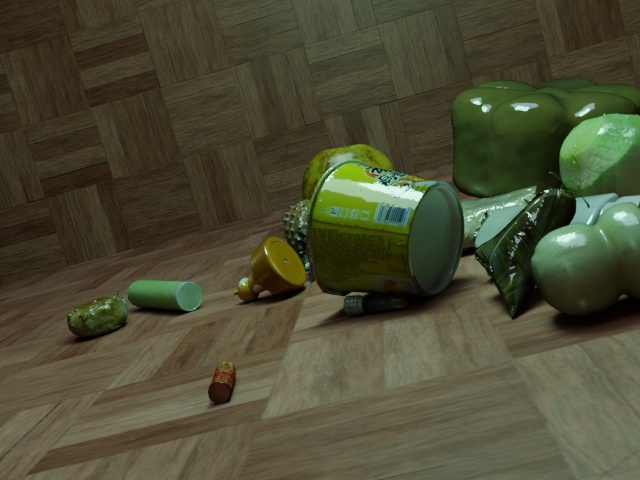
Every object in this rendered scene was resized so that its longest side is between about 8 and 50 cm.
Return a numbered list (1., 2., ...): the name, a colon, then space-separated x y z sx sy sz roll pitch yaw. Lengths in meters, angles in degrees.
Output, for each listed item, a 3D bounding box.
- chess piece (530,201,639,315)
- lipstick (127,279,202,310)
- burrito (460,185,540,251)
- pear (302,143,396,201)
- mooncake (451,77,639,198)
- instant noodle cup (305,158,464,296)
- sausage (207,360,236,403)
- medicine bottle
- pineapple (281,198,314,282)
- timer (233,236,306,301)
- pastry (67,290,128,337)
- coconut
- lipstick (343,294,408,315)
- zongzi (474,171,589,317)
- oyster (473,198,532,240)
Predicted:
1. chess piece: 0.450 0.007 1.102 0.330 0.182 0.182 -20 7 10
2. lipstick: -0.391 0.136 2.046 0.076 0.076 0.304 -21 11 -34
3. burrito: 0.327 -0.034 1.746 0.299 0.105 0.143 -12 13 15
4. pear: 0.088 -0.135 2.292 0.281 0.280 0.281 -15 8 2
5. mooncake: 0.539 -0.237 1.934 0.467 0.262 0.467 -1 16 0
6. instant noodle cup: 0.127 -0.015 1.485 0.200 0.264 0.264 7 20 36
7. sausage: -0.146 0.209 1.244 0.034 0.034 0.129 -15 9 2
8. medicine bottle: 0.417 -0.009 1.380 0.296 0.111 0.161 -9 26 48
9. pineapple: 0.003 0.000 2.034 0.166 0.165 0.364 -17 17 -8
10. timer: -0.129 0.085 1.833 0.152 0.132 0.132 -36 -1 24
11. pastry: -0.535 0.183 1.979 0.153 0.081 0.153 -19 17 6
12. coconut: 0.586 -0.134 1.587 0.236 0.236 0.204 -12 32 22
13. lipstick: 0.098 0.112 1.444 0.116 0.037 0.037 -6 12 31
14. zongzi: 0.333 0.011 1.251 0.187 0.084 0.184 -49 17 19
15. oyster: 0.407 -0.022 1.619 0.209 0.072 0.133 -27 41 18
